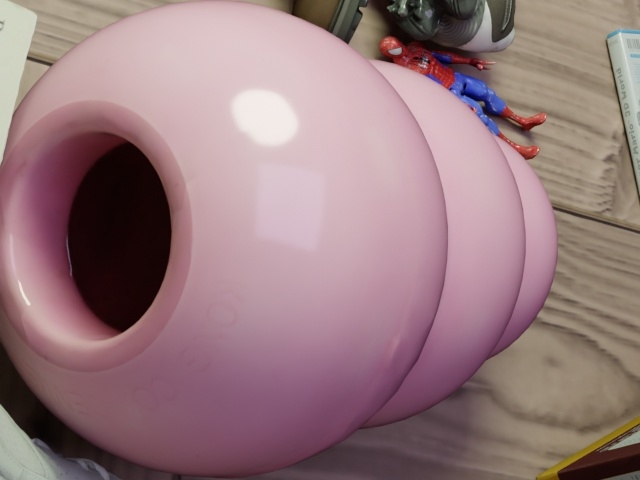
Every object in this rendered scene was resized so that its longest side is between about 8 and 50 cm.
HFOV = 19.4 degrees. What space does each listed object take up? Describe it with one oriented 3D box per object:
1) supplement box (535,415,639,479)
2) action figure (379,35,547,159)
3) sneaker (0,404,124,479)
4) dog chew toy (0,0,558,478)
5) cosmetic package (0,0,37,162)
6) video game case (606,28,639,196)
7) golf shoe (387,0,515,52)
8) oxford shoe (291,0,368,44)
[{"bbox_3d":[0.266,0.136,1.023,0.191,0.194,0.129,-23,88,-38],"label":"supplement box"},{"bbox_3d":[0.080,-0.086,1.074,0.115,0.030,0.038,27,66,-23],"label":"action figure"},{"bbox_3d":[-0.134,0.117,0.794,0.121,0.099,0.262,-57,136,-47],"label":"sneaker"},{"bbox_3d":[0.000,0.000,0.879,0.332,0.207,0.206,0,73,-56],"label":"dog chew toy"},{"bbox_3d":[-0.282,-0.068,0.747,0.296,0.129,0.153,22,61,-28],"label":"cosmetic package"},{"bbox_3d":[0.243,-0.051,1.183,0.119,0.015,0.166,-1,75,-36],"label":"video game case"},{"bbox_3d":[0.075,-0.198,1.090,0.094,0.077,0.198,22,61,-50],"label":"golf shoe"},{"bbox_3d":[-0.013,-0.206,1.027,0.096,0.083,0.227,3,72,-14],"label":"oxford shoe"}]
